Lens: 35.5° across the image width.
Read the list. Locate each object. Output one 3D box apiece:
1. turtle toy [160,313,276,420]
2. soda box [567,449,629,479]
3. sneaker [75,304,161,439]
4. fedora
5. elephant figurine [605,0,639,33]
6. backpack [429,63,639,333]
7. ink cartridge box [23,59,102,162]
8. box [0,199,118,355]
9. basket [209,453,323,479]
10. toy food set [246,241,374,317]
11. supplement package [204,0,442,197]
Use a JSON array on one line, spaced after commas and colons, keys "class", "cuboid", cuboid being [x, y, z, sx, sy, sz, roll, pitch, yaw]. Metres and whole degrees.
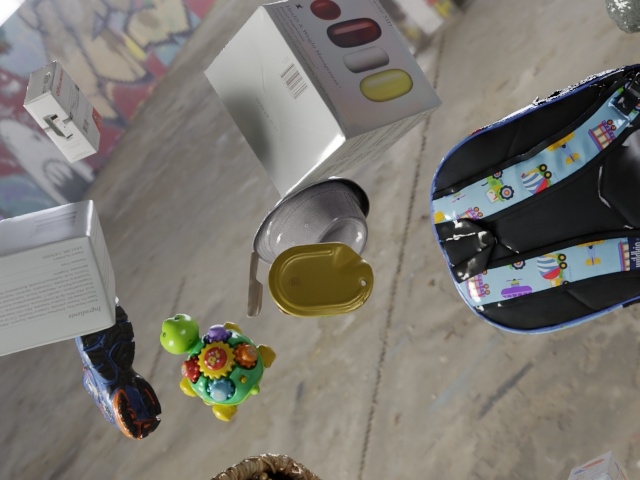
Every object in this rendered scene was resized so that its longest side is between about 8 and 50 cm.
[{"class": "turtle toy", "cuboid": [-0.117, 0.128, 1.083, 0.095, 0.130, 0.066, -54, -22, -12]}, {"class": "soda box", "cuboid": [0.409, 0.366, 1.464, 0.074, 0.069, 0.216, -30, -11, 14]}, {"class": "sneaker", "cuboid": [-0.297, 0.172, 1.369, 0.087, 0.221, 0.083, -1, 20, 42]}, {"class": "fedora", "cuboid": [0.000, 0.000, 2.078, 0.275, 0.243, 0.124, -47, 48, 21]}, {"class": "elephant figurine", "cuboid": [0.144, -0.279, 0.660, 0.186, 0.169, 0.239, -118, 28, -44]}, {"class": "backpack", "cuboid": [0.167, -0.021, 0.684, 0.173, 0.158, 0.117, -22, 0, 10]}, {"class": "ink cartridge box", "cuboid": [-0.423, -0.212, 1.650, 0.056, 0.135, 0.099, -21, 41, 13]}, {"class": "box", "cuboid": [-0.350, 0.045, 1.215, 0.181, 0.119, 0.181, -15, 18, -7]}, {"class": "basket", "cuboid": [-0.010, 0.351, 0.957, 0.213, 0.299, 0.223, -30, -15, -28]}, {"class": "toy food set", "cuboid": [-0.021, 0.076, 1.702, 0.071, 0.217, 0.128, 106, 160, -69]}, {"class": "supplement package", "cuboid": [0.006, -0.194, 1.270, 0.203, 0.194, 0.149, -26, -9, -45]}]
